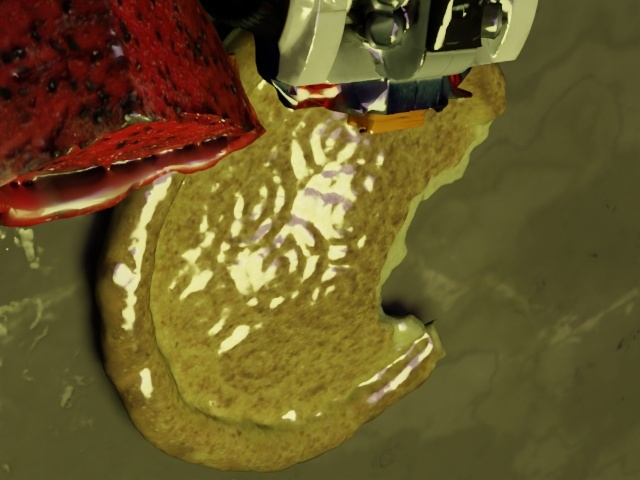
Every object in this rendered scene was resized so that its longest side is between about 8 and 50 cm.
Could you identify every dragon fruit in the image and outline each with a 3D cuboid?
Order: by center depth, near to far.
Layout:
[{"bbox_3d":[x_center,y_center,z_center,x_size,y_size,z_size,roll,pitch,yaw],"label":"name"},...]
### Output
[{"bbox_3d":[-0.112,-0.081,0.888,0.161,0.120,0.127,3,72,-65],"label":"dragon fruit"}]

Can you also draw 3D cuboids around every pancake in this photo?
[{"bbox_3d":[0.000,0.000,1.043,0.288,0.033,0.286,-48,133,-5],"label":"pancake"}]

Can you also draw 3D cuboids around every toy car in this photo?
[{"bbox_3d":[0.045,-0.200,0.893,0.193,0.118,0.301,-10,112,-41],"label":"toy car"}]
